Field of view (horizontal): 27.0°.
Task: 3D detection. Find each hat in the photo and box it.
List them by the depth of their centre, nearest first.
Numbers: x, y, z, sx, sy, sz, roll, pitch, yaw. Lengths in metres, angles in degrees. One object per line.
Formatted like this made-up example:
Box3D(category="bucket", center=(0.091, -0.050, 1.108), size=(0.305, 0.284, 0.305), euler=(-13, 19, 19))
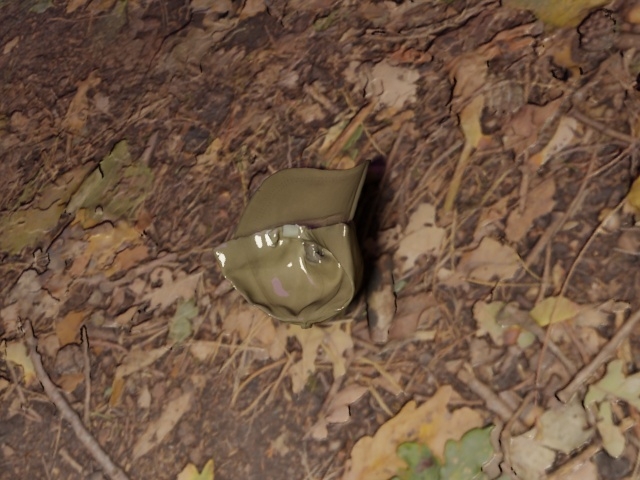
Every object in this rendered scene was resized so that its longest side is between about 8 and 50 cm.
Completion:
Box3D(category="hat", center=(0.000, 0.000, 1.415), size=(0.166, 0.144, 0.173), euler=(-6, 15, 33))
